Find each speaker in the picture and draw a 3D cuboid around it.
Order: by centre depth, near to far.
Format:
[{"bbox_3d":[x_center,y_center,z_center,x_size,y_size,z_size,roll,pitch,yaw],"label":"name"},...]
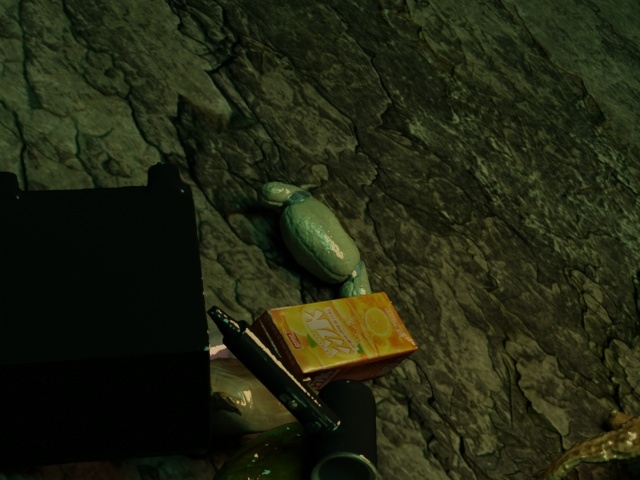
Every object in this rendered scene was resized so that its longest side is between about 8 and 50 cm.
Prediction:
[{"bbox_3d":[-0.234,0.075,1.387,0.232,0.184,0.254,-4,48,-9],"label":"speaker"}]

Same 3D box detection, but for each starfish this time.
[{"bbox_3d":[0.457,0.264,1.852,0.432,0.324,0.082,-14,90,-59],"label":"starfish"}]

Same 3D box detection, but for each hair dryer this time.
[{"bbox_3d":[-0.027,0.142,1.409,0.255,0.070,0.128,51,23,-24],"label":"hair dryer"}]

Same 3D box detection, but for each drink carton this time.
[{"bbox_3d":[0.013,0.130,1.738,0.223,0.071,0.096,-5,58,-48],"label":"drink carton"}]

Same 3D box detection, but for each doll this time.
[{"bbox_3d":[0.000,0.000,1.864,0.214,0.071,0.103,48,35,1],"label":"doll"}]

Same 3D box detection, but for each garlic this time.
[{"bbox_3d":[-0.088,0.176,1.519,0.198,0.128,0.090,19,79,-61],"label":"garlic"}]

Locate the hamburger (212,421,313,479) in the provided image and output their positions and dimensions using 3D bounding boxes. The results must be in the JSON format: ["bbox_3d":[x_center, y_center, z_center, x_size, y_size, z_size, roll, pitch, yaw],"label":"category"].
[{"bbox_3d":[-0.008,0.329,1.447,0.265,0.134,0.285,42,36,1],"label":"hamburger"}]

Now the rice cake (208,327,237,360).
[{"bbox_3d":[-0.178,0.149,1.540,0.055,0.049,0.270,52,35,13],"label":"rice cake"}]
